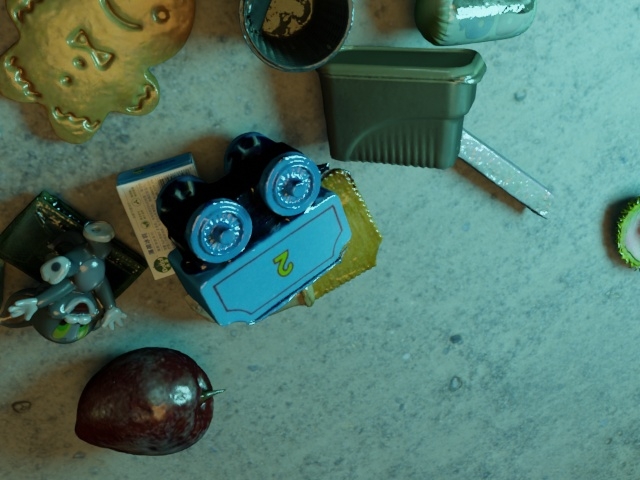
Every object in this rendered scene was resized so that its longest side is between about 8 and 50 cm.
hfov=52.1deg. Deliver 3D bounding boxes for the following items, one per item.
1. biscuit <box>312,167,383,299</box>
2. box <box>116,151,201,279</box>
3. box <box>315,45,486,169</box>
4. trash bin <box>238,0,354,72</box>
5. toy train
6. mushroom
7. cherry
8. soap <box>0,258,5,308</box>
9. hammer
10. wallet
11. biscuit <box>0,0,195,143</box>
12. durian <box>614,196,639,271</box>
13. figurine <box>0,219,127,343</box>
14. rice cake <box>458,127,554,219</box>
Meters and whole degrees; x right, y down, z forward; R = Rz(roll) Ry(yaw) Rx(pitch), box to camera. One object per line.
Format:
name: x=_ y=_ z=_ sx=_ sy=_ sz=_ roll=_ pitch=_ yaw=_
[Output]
biscuit: x=0.000 y=0.000 z=1.304 sx=0.232 sy=0.013 sz=0.237 roll=-30 pitch=119 yaw=2
box: x=-0.267 y=-0.043 z=1.186 sx=0.139 sy=0.073 sz=0.194 roll=-18 pitch=118 yaw=-5
box: x=0.135 y=-0.228 z=1.113 sx=0.274 sy=0.138 sz=0.178 roll=9 pitch=123 yaw=20
trash bin: x=-0.051 y=-0.365 z=1.031 sx=0.175 sy=0.161 sz=0.175 roll=-5 pitch=114 yaw=-12
toy train: x=-0.109 y=-0.023 z=1.121 sx=0.300 sy=0.188 sz=0.265 roll=-35 pitch=127 yaw=-19
mushroom: x=-0.135 y=0.108 z=1.276 sx=0.247 sy=0.096 sz=0.108 roll=-5 pitch=127 yaw=-6
cherry: x=-0.336 y=0.315 z=1.266 sx=0.300 sy=0.203 sz=0.230 roll=-15 pitch=158 yaw=2
soap: x=-0.670 y=0.077 z=1.158 sx=0.198 sy=0.063 sz=0.115 roll=6 pitch=112 yaw=-16
hammer: x=0.251 y=-0.495 z=1.066 sx=0.206 sy=0.119 sz=0.336 roll=-12 pitch=109 yaw=-22
wallet: x=-0.456 y=0.033 z=1.195 sx=0.160 sy=0.055 sz=0.236 roll=-41 pitch=118 yaw=16
biscuit: x=-0.352 y=-0.325 z=1.045 sx=0.355 sy=0.052 sz=0.275 roll=-42 pitch=117 yaw=10
durian: x=0.709 y=-0.027 z=1.410 sx=0.137 sy=0.095 sz=0.221 roll=1 pitch=124 yaw=27
figurine: x=-0.436 y=0.076 z=1.116 sx=0.193 sy=0.140 sz=0.265 roll=-4 pitch=120 yaw=-38
rice cake: x=0.326 y=-0.150 z=1.271 sx=0.365 sy=0.073 sz=0.056 roll=30 pitch=103 yaw=-23
